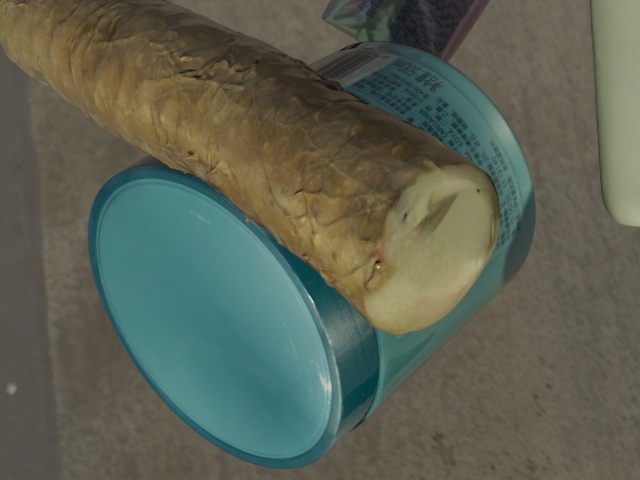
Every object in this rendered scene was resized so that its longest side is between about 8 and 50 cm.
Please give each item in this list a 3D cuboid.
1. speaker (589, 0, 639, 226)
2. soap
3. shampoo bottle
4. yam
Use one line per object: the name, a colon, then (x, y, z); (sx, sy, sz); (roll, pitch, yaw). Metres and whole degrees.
speaker: (0.382, -0.097, 0.755); (0.406, 0.183, 0.184); (4, 98, 33)
soap: (0.134, -0.345, 1.587); (0.182, 0.138, 0.199); (33, 118, 1)
shampoo bottle: (0.000, 0.000, 1.204); (0.331, 0.331, 0.343); (19, 41, 36)
yam: (-0.043, -0.050, 0.434); (0.066, 0.066, 0.300); (-52, 40, -2)
